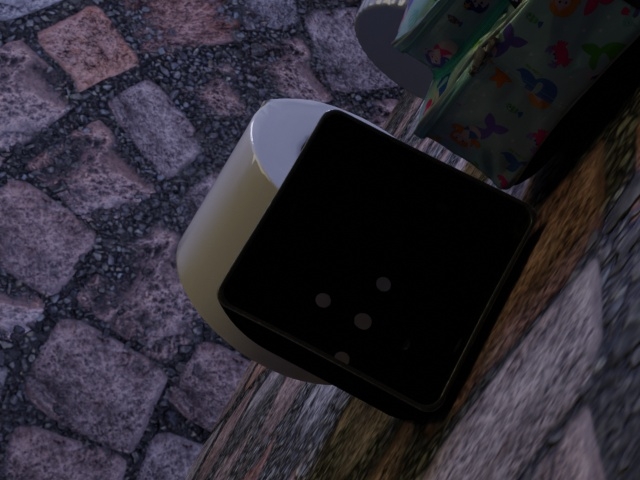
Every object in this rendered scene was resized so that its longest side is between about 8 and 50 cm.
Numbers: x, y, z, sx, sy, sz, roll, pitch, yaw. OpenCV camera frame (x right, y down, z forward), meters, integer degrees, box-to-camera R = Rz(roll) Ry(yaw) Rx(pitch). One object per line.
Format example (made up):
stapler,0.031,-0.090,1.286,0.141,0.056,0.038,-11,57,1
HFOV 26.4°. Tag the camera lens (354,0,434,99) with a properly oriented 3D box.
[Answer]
camera lens,0.189,-0.316,1.605,0.274,0.219,0.219,-60,4,-18

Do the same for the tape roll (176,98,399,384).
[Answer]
tape roll,0.000,0.000,1.359,0.169,0.246,0.246,-57,4,31

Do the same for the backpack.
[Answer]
backpack,0.170,-0.179,1.135,0.253,0.191,0.225,-62,2,33

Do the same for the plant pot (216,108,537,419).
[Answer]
plant pot,0.039,0.040,1.109,0.187,0.188,0.167,-60,-7,-21
